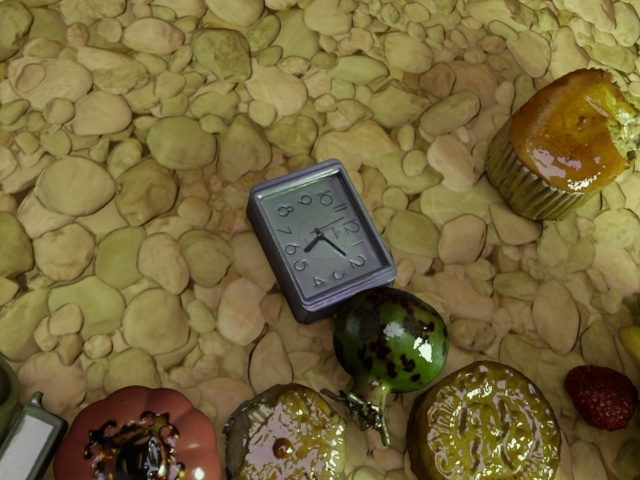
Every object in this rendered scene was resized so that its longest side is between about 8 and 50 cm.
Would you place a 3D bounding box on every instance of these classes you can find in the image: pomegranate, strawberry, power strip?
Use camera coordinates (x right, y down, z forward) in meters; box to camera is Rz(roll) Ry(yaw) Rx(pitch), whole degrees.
[{"bbox_3d":[0.072,0.138,0.791,0.148,0.148,0.169,40,76,7],"label":"pomegranate"},{"bbox_3d":[0.374,0.204,0.863,0.096,0.083,0.083,27,62,37],"label":"strawberry"},{"bbox_3d":[-0.351,0.298,0.692,0.052,0.078,0.272,26,66,-6],"label":"power strip"}]

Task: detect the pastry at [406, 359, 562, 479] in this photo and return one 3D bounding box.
[{"bbox_3d":[0.199,0.243,0.798,0.188,0.103,0.189,4,68,-9],"label":"pastry"}]

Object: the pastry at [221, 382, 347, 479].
[{"bbox_3d":[-0.041,0.246,0.768,0.153,0.081,0.153,7,69,-17],"label":"pastry"}]

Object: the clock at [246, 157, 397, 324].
[{"bbox_3d":[0.001,0.000,0.877,0.144,0.073,0.193,-22,74,-17],"label":"clock"}]

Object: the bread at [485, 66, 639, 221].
[{"bbox_3d":[0.371,-0.147,0.971,0.250,0.133,0.179,-36,75,-22],"label":"bread"}]

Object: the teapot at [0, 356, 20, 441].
[{"bbox_3d":[-0.445,0.194,0.677,0.267,0.185,0.175,36,96,37],"label":"teapot"}]

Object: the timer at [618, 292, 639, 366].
[{"bbox_3d":[0.533,0.204,0.764,0.387,0.376,0.376,36,66,21],"label":"timer"}]

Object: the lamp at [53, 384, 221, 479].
[{"bbox_3d":[-0.199,0.247,0.708,0.181,0.140,0.182,3,65,-5],"label":"lamp"}]
